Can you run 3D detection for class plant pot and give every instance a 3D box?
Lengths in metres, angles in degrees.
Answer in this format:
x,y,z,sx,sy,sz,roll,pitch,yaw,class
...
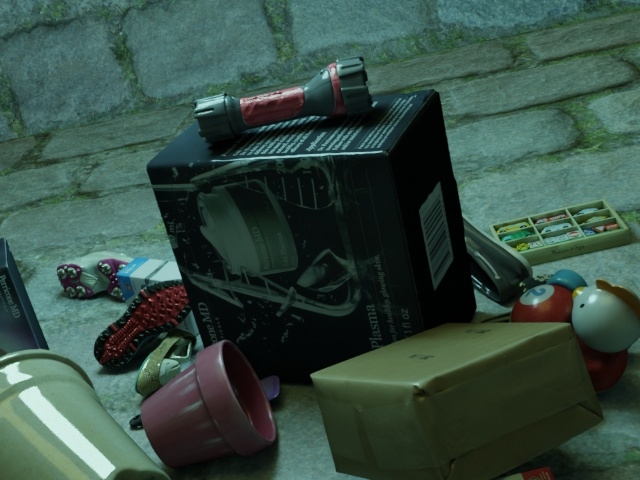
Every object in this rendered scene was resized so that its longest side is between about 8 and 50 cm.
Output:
x,y,z,sx,sy,sz,roll,pitch,yaw,class
-0.396,0.381,1.534,0.306,0.333,0.334,25,44,37,plant pot
-0.200,0.296,1.726,0.180,0.201,0.201,-27,24,8,plant pot

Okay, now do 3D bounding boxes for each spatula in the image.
x,y,z,sx,sy,sz,roll,pitch,yaw,class
-0.217,0.307,1.877,0.297,0.030,0.084,-12,25,5,spatula

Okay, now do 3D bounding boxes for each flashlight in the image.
x,y,z,sx,sy,sz,roll,pitch,yaw,class
-0.065,-0.239,1.730,0.304,0.103,0.103,-11,31,5,flashlight

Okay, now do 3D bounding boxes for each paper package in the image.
x,y,z,sx,sy,sz,roll,pitch,yaw,class
0.194,0.239,1.502,0.310,0.168,0.325,-16,2,-29,paper package

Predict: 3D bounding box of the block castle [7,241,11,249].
x,y,z,sx,sy,sz,roll,pitch,yaw,class
-0.966,0.106,2.475,0.453,0.212,0.303,17,31,41,block castle

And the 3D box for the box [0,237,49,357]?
x,y,z,sx,sy,sz,roll,pitch,yaw,class
-0.740,0.192,2.066,0.294,0.296,0.183,-20,25,-12,box

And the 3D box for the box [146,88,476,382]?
x,y,z,sx,sy,sz,roll,pitch,yaw,class
0.000,0.000,1.878,0.472,0.479,0.297,0,29,27,box

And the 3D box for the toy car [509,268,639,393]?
x,y,z,sx,sy,sz,roll,pitch,yaw,class
0.435,0.124,1.626,0.210,0.238,0.219,41,55,13,toy car

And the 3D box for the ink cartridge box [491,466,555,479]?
x,y,z,sx,sy,sz,roll,pitch,yaw,class
0.243,0.404,1.330,0.176,0.127,0.128,-13,25,2,ink cartridge box

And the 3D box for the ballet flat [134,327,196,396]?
x,y,z,sx,sy,sz,roll,pitch,yaw,class
-0.304,0.241,2.016,0.067,0.073,0.206,3,31,15,ballet flat

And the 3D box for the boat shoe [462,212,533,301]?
x,y,z,sx,sy,sz,roll,pitch,yaw,class
0.280,0.011,2.070,0.335,0.112,0.095,34,61,30,boat shoe

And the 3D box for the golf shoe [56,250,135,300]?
x,y,z,sx,sy,sz,roll,pitch,yaw,class
-0.490,0.070,2.418,0.306,0.115,0.140,3,27,29,golf shoe

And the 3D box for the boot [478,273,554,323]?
x,y,z,sx,sy,sz,roll,pitch,yaw,class
0.386,0.138,1.867,0.237,0.085,0.178,-8,23,-4,boot

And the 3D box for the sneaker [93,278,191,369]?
x,y,z,sx,sy,sz,roll,pitch,yaw,class
-0.362,0.158,2.102,0.262,0.104,0.125,-36,5,13,sneaker

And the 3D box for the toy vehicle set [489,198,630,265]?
x,y,z,sx,sy,sz,roll,pitch,yaw,class
0.514,-0.014,2.172,0.267,0.035,0.166,-13,25,2,toy vehicle set

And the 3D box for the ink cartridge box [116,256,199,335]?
x,y,z,sx,sy,sz,roll,pitch,yaw,class
-0.337,0.121,2.195,0.191,0.139,0.082,6,33,35,ink cartridge box
